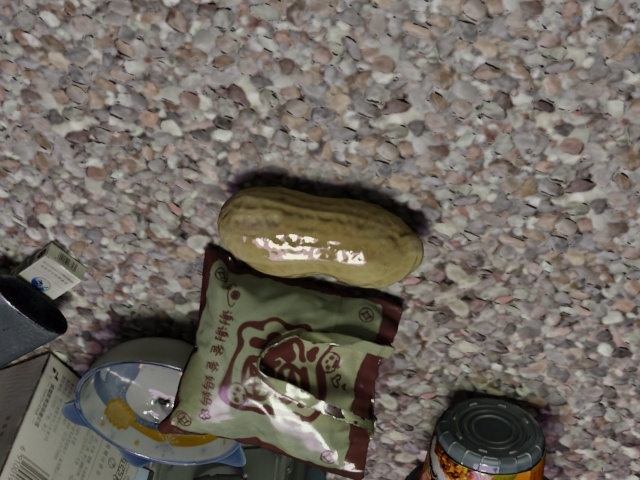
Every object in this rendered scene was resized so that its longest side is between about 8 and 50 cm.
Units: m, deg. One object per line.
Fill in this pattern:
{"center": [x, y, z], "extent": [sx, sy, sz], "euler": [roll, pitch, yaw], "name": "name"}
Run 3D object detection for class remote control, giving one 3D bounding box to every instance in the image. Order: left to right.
{"center": [-0.455, 0.136, 1.804], "extent": [0.107, 0.044, 0.378], "euler": [36, 137, -28], "name": "remote control"}

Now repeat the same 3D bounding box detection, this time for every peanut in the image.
{"center": [0.000, 0.000, 1.519], "extent": [0.214, 0.090, 0.098], "euler": [9, 125, 8], "name": "peanut"}

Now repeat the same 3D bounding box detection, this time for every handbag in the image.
{"center": [-0.042, 0.137, 1.616], "extent": [0.235, 0.213, 0.127], "euler": [14, 179, 4], "name": "handbag"}

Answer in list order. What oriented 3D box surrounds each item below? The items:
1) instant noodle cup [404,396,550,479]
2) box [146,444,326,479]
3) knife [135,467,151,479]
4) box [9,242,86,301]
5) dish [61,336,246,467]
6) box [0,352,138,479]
{"center": [0.189, 0.262, 1.695], "extent": [0.178, 0.208, 0.125], "euler": [37, 134, 38], "name": "instant noodle cup"}
{"center": [-0.105, 0.325, 1.842], "extent": [0.227, 0.162, 0.130], "euler": [-11, 142, 26], "name": "box"}
{"center": [-0.196, 0.368, 1.999], "extent": [0.063, 0.034, 0.260], "euler": [-31, 119, 19], "name": "knife"}
{"center": [-0.316, 0.041, 1.698], "extent": [0.054, 0.024, 0.083], "euler": [39, 131, -26], "name": "box"}
{"center": [-0.182, 0.183, 1.763], "extent": [0.236, 0.086, 0.228], "euler": [14, 138, 1], "name": "dish"}
{"center": [-0.340, 0.301, 1.801], "extent": [0.111, 0.260, 0.194], "euler": [-21, 126, 31], "name": "box"}
